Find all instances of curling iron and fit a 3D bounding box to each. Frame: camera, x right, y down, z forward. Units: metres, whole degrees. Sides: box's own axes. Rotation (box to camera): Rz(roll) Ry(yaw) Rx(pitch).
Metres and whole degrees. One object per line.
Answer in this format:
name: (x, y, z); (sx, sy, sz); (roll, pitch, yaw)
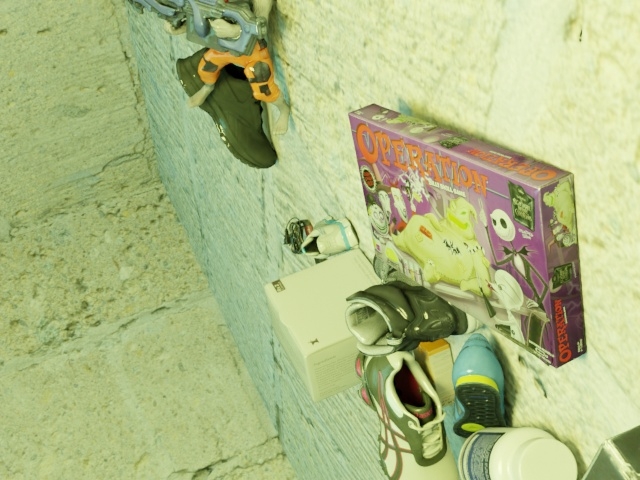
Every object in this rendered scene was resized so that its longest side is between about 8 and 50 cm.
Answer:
curling iron: (0.004, 0.077, 1.748); (0.068, 0.035, 0.274); (-39, 72, 35)

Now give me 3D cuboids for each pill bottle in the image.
pill bottle: (0.234, 0.269, 1.069); (0.169, 0.094, 0.094); (132, 117, -74)

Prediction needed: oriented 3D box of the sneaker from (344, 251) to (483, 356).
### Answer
sneaker: (0.093, 0.069, 1.198); (0.268, 0.153, 0.101); (-145, 37, -65)

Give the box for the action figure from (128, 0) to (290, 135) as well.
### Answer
action figure: (-0.176, -0.375, 1.556); (0.341, 0.178, 0.330); (31, 141, 28)

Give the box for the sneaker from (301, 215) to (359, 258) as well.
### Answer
sneaker: (0.000, 0.000, 1.585); (0.191, 0.083, 0.071); (163, 85, -77)

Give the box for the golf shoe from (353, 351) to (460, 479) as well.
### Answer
golf shoe: (0.134, 0.276, 1.295); (0.272, 0.105, 0.120); (65, 161, -3)

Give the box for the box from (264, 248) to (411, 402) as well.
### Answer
box: (0.027, 0.134, 1.467); (0.181, 0.182, 0.119); (-125, 19, -46)

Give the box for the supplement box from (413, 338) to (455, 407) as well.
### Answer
supplement box: (0.167, 0.187, 1.315); (0.062, 0.036, 0.098); (-140, 32, -63)

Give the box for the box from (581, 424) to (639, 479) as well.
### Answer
box: (0.316, 0.291, 0.629); (0.294, 0.183, 0.296); (58, 160, 34)

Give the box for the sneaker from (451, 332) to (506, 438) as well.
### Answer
sneaker: (0.206, 0.193, 1.164); (0.209, 0.069, 0.082); (76, -161, -54)

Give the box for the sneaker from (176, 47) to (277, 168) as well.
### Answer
sneaker: (-0.156, -0.259, 1.752); (0.286, 0.130, 0.109); (53, -167, -34)

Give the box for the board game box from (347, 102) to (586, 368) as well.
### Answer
board game box: (0.151, -0.020, 1.004); (0.347, 0.056, 0.208); (33, 137, 56)
